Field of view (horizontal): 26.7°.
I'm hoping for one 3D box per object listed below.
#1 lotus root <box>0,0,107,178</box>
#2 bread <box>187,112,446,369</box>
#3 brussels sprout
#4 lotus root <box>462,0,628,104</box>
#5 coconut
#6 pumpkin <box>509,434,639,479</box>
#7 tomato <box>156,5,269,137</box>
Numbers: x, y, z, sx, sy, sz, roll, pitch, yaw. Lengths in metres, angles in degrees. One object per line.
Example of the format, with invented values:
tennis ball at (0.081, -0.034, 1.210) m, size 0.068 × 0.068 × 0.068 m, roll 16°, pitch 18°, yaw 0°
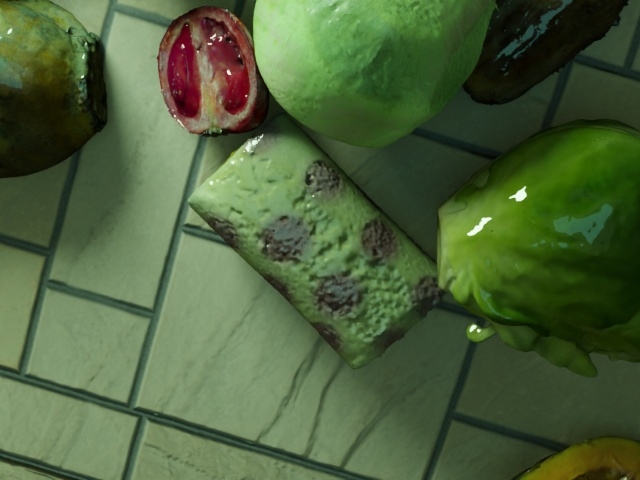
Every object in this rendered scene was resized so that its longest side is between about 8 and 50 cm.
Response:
lotus root at (-0.426, -0.196, 1.824) m, size 0.260 × 0.149 × 0.267 m, roll 10°, pitch 107°, yaw 3°
bread at (0.000, 0.000, 1.828) m, size 0.187 × 0.155 × 0.338 m, roll -43°, pitch 96°, yaw 8°
brussels sprout at (0.334, -0.010, 1.740) m, size 0.371 × 0.276 × 0.314 m, roll 4°, pitch 119°, yaw -6°
lotus root at (0.307, -0.311, 1.770) m, size 0.329 × 0.078 × 0.167 m, roll -41°, pitch 99°, yaw 12°
coconut at (0.067, -0.276, 1.696) m, size 0.281 × 0.328 × 0.328 m, roll 14°, pitch 105°, yaw -18°
pumpkin at (0.388, 0.371, 1.920) m, size 0.312 × 0.148 × 0.169 m, roll 24°, pitch 64°, yaw -5°
tomato at (-0.125, -0.226, 1.801) m, size 0.189 × 0.099 × 0.173 m, roll -1°, pitch 96°, yaw 40°
